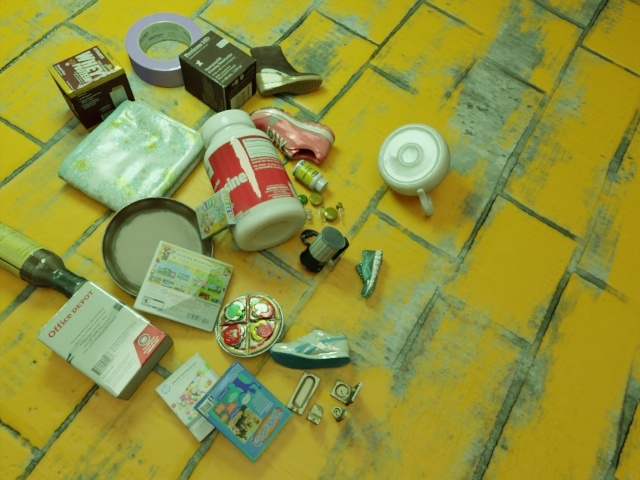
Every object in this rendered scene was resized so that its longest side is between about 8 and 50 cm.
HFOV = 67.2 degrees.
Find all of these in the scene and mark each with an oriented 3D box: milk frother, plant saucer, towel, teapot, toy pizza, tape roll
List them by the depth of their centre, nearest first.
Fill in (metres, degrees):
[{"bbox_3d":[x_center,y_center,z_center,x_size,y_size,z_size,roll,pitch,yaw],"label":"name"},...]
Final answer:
[{"bbox_3d":[-0.206,0.234,1.380,0.201,0.032,0.201,-4,57,6],"label":"toy pizza"},{"bbox_3d":[-0.476,0.025,1.422,0.311,0.050,0.310,6,73,-20],"label":"plant saucer"},{"bbox_3d":[0.000,0.000,1.479,0.129,0.135,0.143,-23,71,-49],"label":"milk frother"},{"bbox_3d":[-0.590,-0.265,1.551,0.320,0.090,0.374,29,66,7],"label":"towel"},{"bbox_3d":[0.323,-0.250,1.611,0.252,0.187,0.256,33,92,28],"label":"teapot"},{"bbox_3d":[-0.554,-0.690,1.742,0.275,0.090,0.274,3,66,-6],"label":"tape roll"}]

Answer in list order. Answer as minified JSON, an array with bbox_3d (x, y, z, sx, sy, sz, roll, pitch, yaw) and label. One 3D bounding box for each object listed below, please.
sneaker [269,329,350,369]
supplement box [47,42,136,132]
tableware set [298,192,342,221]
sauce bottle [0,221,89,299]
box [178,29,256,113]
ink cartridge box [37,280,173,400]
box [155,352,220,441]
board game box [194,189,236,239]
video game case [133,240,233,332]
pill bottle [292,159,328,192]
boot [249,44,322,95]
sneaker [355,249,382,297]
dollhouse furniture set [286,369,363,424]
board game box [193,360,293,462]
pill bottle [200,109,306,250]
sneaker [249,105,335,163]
[{"bbox_3d":[-0.031,0.309,1.376,0.229,0.087,0.092,2,50,-7],"label":"sneaker"},{"bbox_3d":[-0.737,-0.497,1.576,0.191,0.194,0.129,-36,75,-20],"label":"supplement box"},{"bbox_3d":[-0.002,-0.110,1.592,0.154,0.024,0.104,2,63,-5],"label":"tableware set"},{"bbox_3d":[-0.820,0.063,1.368,0.344,0.111,0.111,30,66,5],"label":"sauce bottle"},{"bbox_3d":[-0.351,-0.574,1.672,0.203,0.167,0.168,36,67,9],"label":"box"},{"bbox_3d":[-0.575,0.268,1.303,0.273,0.114,0.197,33,68,7],"label":"ink cartridge box"},{"bbox_3d":[-0.329,0.423,1.307,0.145,0.038,0.186,-40,76,-21],"label":"box"},{"bbox_3d":[-0.309,-0.073,1.406,0.026,0.154,0.103,-6,77,-44],"label":"board game box"},{"bbox_3d":[-0.389,0.133,1.390,0.227,0.026,0.206,21,70,-15],"label":"video game case"},{"bbox_3d":[-0.033,-0.211,1.607,0.116,0.065,0.065,38,67,9],"label":"pill bottle"},{"bbox_3d":[-0.128,-0.639,1.769,0.248,0.090,0.206,-9,70,-7],"label":"boot"},{"bbox_3d":[0.143,0.100,1.503,0.076,0.065,0.166,10,61,16],"label":"sneaker"},{"bbox_3d":[0.009,0.419,1.302,0.151,0.123,0.144,29,66,6],"label":"dollhouse furniture set"},{"bbox_3d":[-0.201,0.449,1.273,0.210,0.047,0.160,46,67,-7],"label":"board game box"},{"bbox_3d":[-0.221,-0.192,1.487,0.229,0.229,0.407,-21,70,-15],"label":"pill bottle"},{"bbox_3d":[-0.111,-0.351,1.632,0.314,0.116,0.136,16,67,0],"label":"sneaker"}]
